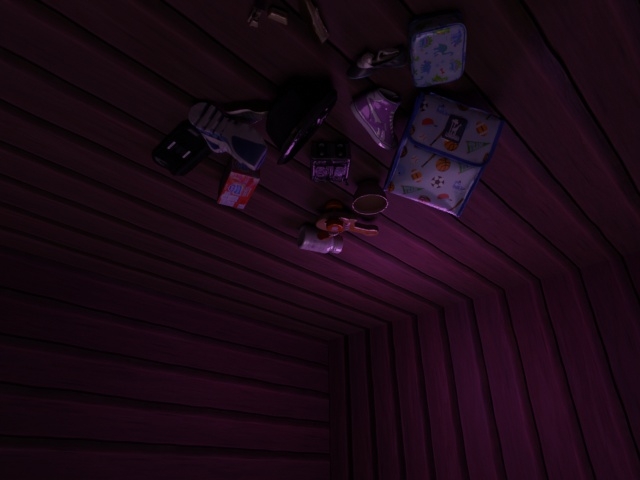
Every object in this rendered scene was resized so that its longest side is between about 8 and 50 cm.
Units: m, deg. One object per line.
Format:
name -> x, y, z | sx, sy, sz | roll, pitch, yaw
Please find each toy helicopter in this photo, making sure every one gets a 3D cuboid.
toy helicopter -> 0.137, -0.068, 2.293 | 0.355, 0.140, 0.235 | 12, 151, -26

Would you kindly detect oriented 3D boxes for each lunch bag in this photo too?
lunch bag -> 0.447, -0.326, 1.650 | 0.328, 0.239, 0.385 | 20, 122, 2
lunch bag -> 0.366, -0.594, 1.390 | 0.176, 0.090, 0.219 | -9, 149, 10

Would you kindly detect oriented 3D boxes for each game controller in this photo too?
game controller -> -0.560, -0.372, 1.823 | 0.319, 0.067, 0.166 | -27, 127, 37

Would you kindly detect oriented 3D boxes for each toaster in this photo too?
toaster -> 0.041, -0.323, 1.854 | 0.168, 0.110, 0.185 | 1, 150, -2

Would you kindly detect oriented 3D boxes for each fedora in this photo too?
fedora -> -0.090, -0.432, 1.569 | 0.152, 0.334, 0.334 | 41, 141, -4

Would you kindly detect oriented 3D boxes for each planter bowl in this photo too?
planter bowl -> 0.228, -0.210, 2.060 | 0.162, 0.109, 0.162 | 0, 151, 0

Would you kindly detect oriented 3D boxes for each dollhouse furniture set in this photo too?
dollhouse furniture set -> -0.160, -0.644, 1.320 | 0.115, 0.090, 0.081 | 11, 164, -25

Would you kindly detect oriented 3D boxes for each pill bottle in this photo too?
pill bottle -> 0.000, 0.000, 2.410 | 0.230, 0.131, 0.131 | 12, 148, -21

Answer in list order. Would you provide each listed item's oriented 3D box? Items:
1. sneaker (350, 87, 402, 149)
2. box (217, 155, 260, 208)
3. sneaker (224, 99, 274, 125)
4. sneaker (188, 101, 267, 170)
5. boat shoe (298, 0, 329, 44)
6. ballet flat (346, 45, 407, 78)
sneaker -> 0.252, -0.450, 1.646 | 0.161, 0.102, 0.282 | -23, 144, 29
box -> -0.359, -0.261, 1.944 | 0.128, 0.122, 0.257 | 12, 148, -21
sneaker -> -0.253, -0.467, 1.641 | 0.192, 0.064, 0.086 | 1, 151, 10
sneaker -> -0.339, -0.382, 1.677 | 0.316, 0.127, 0.182 | 35, 171, 1
boat shoe -> -0.017, -0.660, 1.321 | 0.056, 0.048, 0.153 | 35, 169, 38
ballet flat -> 0.180, -0.584, 1.434 | 0.203, 0.074, 0.074 | -11, 150, 7
